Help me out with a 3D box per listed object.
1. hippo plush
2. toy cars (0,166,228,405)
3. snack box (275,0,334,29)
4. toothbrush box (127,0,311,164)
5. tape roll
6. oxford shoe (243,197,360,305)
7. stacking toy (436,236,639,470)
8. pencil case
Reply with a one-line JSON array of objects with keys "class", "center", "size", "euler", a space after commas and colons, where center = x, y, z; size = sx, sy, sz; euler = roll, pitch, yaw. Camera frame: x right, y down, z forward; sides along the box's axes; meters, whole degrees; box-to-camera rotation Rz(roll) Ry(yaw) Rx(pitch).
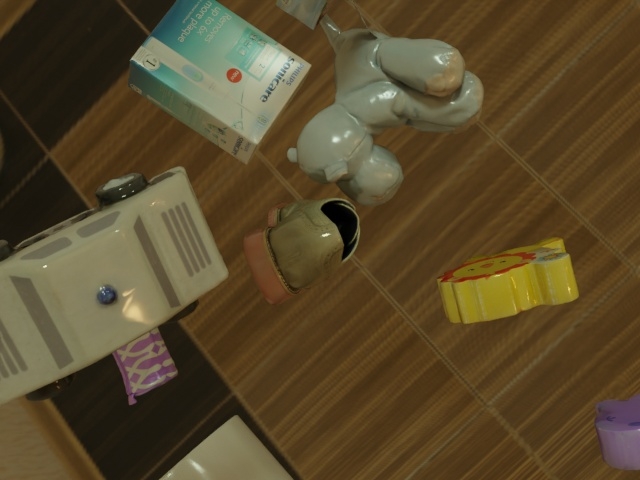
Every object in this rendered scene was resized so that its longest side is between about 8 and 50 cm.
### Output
[{"class": "hippo plush", "center": [0.081, -0.175, 1.278], "size": [0.234, 0.294, 0.236], "euler": [18, 77, 55]}, {"class": "toy cars", "center": [-0.224, 0.006, 0.487], "size": [0.087, 0.394, 0.176], "euler": [14, 89, 60]}, {"class": "snack box", "center": [0.035, -0.407, 1.157], "size": [0.070, 0.174, 0.207], "euler": [32, 61, -1]}, {"class": "toothbrush box", "center": [-0.204, -0.330, 1.771], "size": [0.296, 0.126, 0.216], "euler": [35, 70, -5]}, {"class": "tape roll", "center": [-0.147, 0.373, 1.156], "size": [0.246, 0.246, 0.169], "euler": [-43, 84, 7]}, {"class": "oxford shoe", "center": [0.000, 0.000, 1.335], "size": [0.147, 0.397, 0.140], "euler": [-24, 99, 11]}, {"class": "stacking toy", "center": [0.172, 0.063, 0.332], "size": [0.221, 0.052, 0.166], "euler": [-15, 96, 9]}, {"class": "pencil case", "center": [-0.294, 0.135, 1.332], "size": [0.086, 0.088, 0.206], "euler": [-30, 88, 47]}]
